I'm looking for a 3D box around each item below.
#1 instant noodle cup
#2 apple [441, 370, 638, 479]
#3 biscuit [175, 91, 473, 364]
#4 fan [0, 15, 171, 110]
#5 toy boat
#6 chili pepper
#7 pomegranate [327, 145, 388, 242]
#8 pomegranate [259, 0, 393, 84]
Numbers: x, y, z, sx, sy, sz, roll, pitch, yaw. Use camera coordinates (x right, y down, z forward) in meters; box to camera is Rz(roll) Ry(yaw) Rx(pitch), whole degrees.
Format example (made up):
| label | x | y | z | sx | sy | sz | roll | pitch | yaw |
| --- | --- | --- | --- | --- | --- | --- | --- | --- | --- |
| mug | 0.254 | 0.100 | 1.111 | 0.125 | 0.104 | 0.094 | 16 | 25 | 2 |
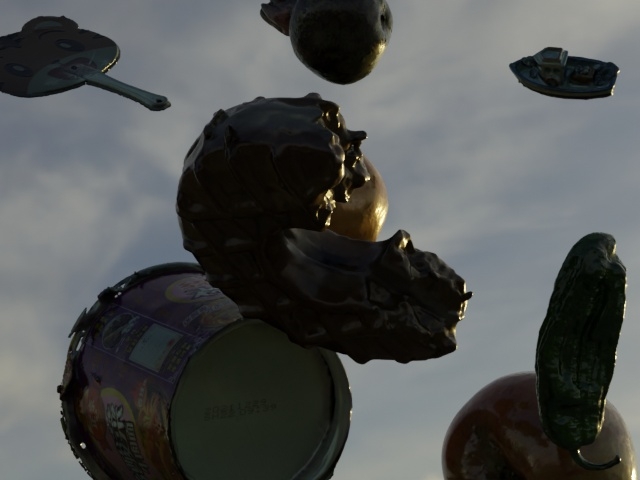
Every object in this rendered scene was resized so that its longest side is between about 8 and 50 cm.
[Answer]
| label | x | y | z | sx | sy | sz | roll | pitch | yaw |
| --- | --- | --- | --- | --- | --- | --- | --- | --- | --- |
| instant noodle cup | -0.133 | 0.203 | 2.048 | 0.340 | 0.340 | 0.266 | 6 | 2 | -27 |
| apple | 0.274 | 0.281 | 1.995 | 0.261 | 0.261 | 0.194 | -21 | -9 | 40 |
| biscuit | -0.019 | -0.005 | 1.720 | 0.268 | 0.115 | 0.366 | -5 | -44 | 34 |
| fan | -0.232 | -0.159 | 1.527 | 0.226 | 0.008 | 0.152 | 23 | 40 | 30 |
| toy boat | 0.307 | -0.216 | 2.064 | 0.140 | 0.059 | 0.066 | 7 | -34 | 20 |
| chili pepper | 0.279 | 0.120 | 1.734 | 0.100 | 0.257 | 0.074 | 4 | 16 | -8 |
| pomegranate | -0.024 | -0.041 | 1.994 | 0.209 | 0.209 | 0.209 | -4 | -19 | -1 |
| pomegranate | 0.011 | -0.261 | 1.885 | 0.125 | 0.163 | 0.138 | -48 | -19 | 17 |
